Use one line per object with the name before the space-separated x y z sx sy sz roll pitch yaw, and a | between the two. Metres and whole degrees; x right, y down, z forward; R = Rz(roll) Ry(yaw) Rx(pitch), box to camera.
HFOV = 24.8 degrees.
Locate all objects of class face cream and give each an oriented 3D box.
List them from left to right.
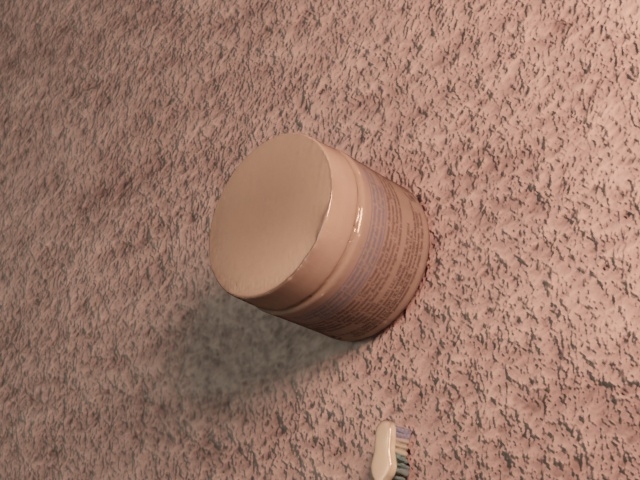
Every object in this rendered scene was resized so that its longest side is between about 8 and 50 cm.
face cream | 0.000 0.000 1.462 0.177 0.153 0.177 -23 54 37

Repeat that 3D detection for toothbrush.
toothbrush | 0.054 0.353 1.322 0.040 0.040 0.386 -15 62 41
